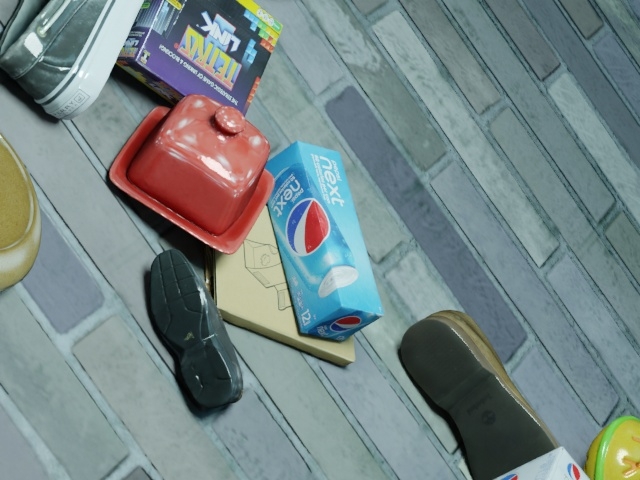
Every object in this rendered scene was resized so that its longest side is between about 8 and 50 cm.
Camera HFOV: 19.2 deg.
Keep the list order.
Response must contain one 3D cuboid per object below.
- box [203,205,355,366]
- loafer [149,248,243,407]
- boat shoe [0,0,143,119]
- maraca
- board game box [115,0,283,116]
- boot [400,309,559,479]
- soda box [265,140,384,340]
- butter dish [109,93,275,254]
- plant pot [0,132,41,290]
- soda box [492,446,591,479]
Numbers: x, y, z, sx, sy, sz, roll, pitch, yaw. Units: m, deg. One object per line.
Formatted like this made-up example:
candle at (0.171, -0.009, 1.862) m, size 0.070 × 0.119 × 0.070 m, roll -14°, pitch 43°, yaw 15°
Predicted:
box at (-0.047, 0.037, 2.069) m, size 0.201 × 0.021 × 0.164 m, roll 24°, pitch 47°, yaw -37°
loafer at (-0.125, 0.090, 1.916) m, size 0.170 × 0.062 × 0.061 m, roll 71°, pitch 15°, yaw 12°
boat shoe at (-0.249, -0.281, 1.980) m, size 0.119 × 0.121 × 0.335 m, roll 40°, pitch 41°, yaw -30°
maraca at (0.372, 0.306, 2.304) m, size 0.127 × 0.099 × 0.186 m, roll -4°, pitch 93°, yaw -45°
board game box at (-0.132, -0.216, 2.062) m, size 0.170 × 0.048 × 0.141 m, roll 34°, pitch 70°, yaw -42°
boot at (0.216, 0.209, 2.188) m, size 0.305 × 0.112 × 0.115 m, roll 58°, pitch 25°, yaw 4°
soda box at (0.000, 0.000, 2.075) m, size 0.071 × 0.067 × 0.210 m, roll 14°, pitch 51°, yaw -45°
butter dish at (-0.115, -0.093, 1.980) m, size 0.160 × 0.118 × 0.160 m, roll 32°, pitch 40°, yaw -3°
plant pot at (-0.347, -0.058, 1.750) m, size 0.236 × 0.032 × 0.236 m, roll 34°, pitch 35°, yaw -28°
soda box at (0.186, 0.299, 1.980) m, size 0.074 × 0.216 × 0.069 m, roll 49°, pitch 38°, yaw -11°
